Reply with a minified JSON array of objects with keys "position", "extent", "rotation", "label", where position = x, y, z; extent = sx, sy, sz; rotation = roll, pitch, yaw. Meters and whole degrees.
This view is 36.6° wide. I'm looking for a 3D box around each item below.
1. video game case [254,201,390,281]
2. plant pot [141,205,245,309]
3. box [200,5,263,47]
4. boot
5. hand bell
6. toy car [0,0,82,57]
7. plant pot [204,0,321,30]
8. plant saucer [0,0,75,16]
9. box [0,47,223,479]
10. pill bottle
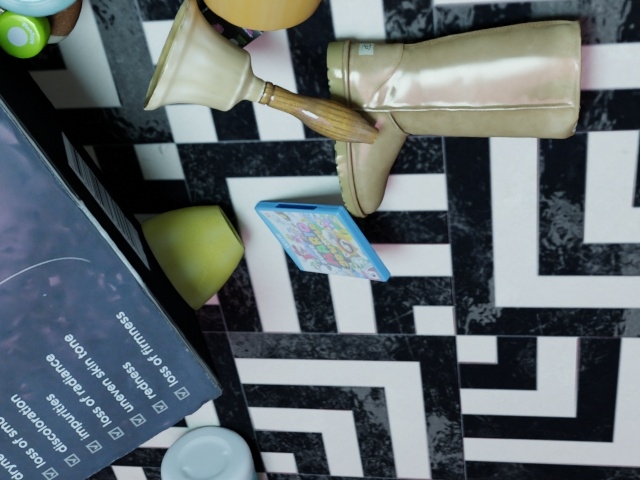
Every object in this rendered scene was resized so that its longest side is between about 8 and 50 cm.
[{"position":[0.000,0.000,1.212],"extent":[0.166,0.015,0.119],"rotation":[6,140,50],"label":"video game case"},{"position":[-0.154,0.009,1.245],"extent":[0.095,0.134,0.134],"rotation":[-31,122,0],"label":"plant pot"},{"position":[-0.102,-0.236,1.056],"extent":[0.083,0.062,0.052],"rotation":[-28,118,31],"label":"box"},{"position":[0.151,-0.126,1.083],"extent":[0.270,0.089,0.236],"rotation":[-1,130,10],"label":"boot"},{"position":[-0.050,-0.151,1.018],"extent":[0.242,0.126,0.126],"rotation":[21,131,-17],"label":"hand bell"},{"position":[-0.284,-0.309,0.983],"extent":[0.149,0.155,0.188],"rotation":[34,119,-17],"label":"toy car"},{"position":[-0.050,-0.309,0.911],"extent":[0.205,0.205,0.188],"rotation":[14,146,0],"label":"plant pot"},{"position":[-0.277,-0.271,0.916],"extent":[0.119,0.021,0.119],"rotation":[-2,113,-5],"label":"plant saucer"},{"position":[-0.448,0.072,1.100],"extent":[0.472,0.297,0.480],"rotation":[-32,120,-2],"label":"box"},{"position":[-0.166,0.440,1.587],"extent":[0.146,0.146,0.264],"rotation":[1,130,11],"label":"pill bottle"}]
